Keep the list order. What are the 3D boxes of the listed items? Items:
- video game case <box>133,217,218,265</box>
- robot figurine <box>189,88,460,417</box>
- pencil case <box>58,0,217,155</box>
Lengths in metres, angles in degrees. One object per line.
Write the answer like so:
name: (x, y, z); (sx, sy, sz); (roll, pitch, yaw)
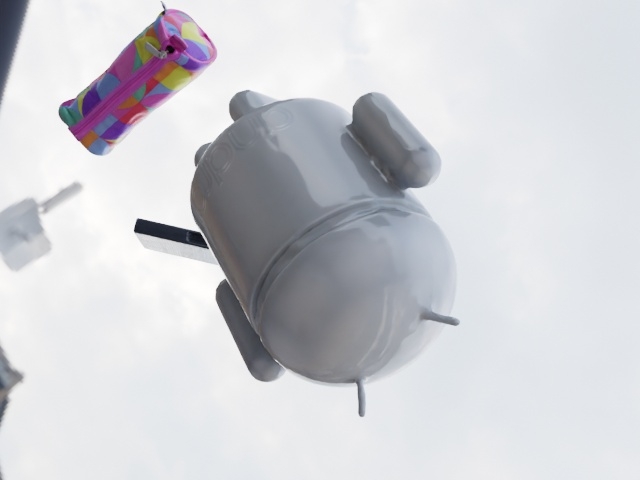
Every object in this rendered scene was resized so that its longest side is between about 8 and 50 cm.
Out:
video game case: (-0.126, 0.021, 1.489); (0.274, 0.026, 0.196); (12, -8, -4)
robot figurine: (0.000, 0.000, 1.004); (0.300, 0.200, 0.353); (-56, -133, 25)
pencil case: (-0.245, -0.210, 1.365); (0.236, 0.104, 0.104); (-37, -83, 29)
